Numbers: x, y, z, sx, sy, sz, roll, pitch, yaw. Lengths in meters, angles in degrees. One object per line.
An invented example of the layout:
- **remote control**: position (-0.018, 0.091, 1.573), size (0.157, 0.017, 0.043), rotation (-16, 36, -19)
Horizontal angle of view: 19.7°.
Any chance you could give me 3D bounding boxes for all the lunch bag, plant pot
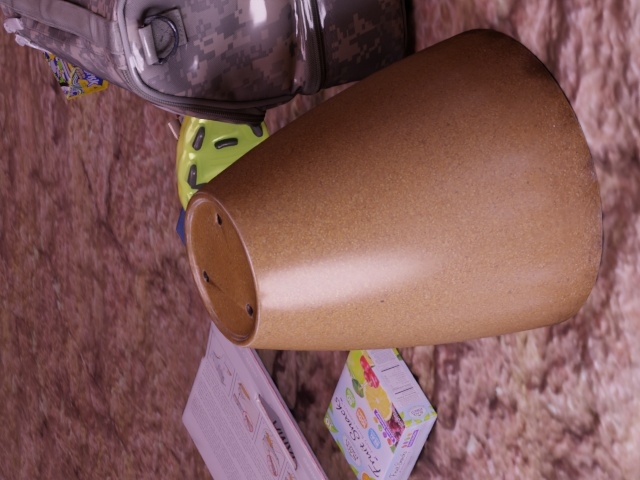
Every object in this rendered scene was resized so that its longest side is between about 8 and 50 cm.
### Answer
- **lunch bag**: position (-0.110, -0.217, 1.534), size (0.305, 0.256, 0.212), rotation (29, 131, 56)
- **plant pot**: position (0.037, -0.011, 1.372), size (0.237, 0.254, 0.237), rotation (44, 143, 45)

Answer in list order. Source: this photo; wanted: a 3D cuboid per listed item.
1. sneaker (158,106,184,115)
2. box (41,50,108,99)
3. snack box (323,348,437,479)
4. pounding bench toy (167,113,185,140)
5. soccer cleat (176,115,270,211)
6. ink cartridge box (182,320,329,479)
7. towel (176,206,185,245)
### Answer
- **sneaker**: position (-0.151, -0.222, 1.733), size (0.256, 0.094, 0.151), rotation (33, 138, 16)
- **box**: position (-0.300, -0.248, 2.133), size (0.169, 0.054, 0.059), rotation (59, 152, 26)
- **snack box**: position (0.053, 0.164, 1.701), size (0.100, 0.037, 0.141), rotation (59, 152, 28)
- **pounding bench toy**: position (-0.120, -0.113, 1.822), size (0.065, 0.083, 0.052), rotation (-31, 78, 63)
- **soccer cleat**: position (-0.088, -0.052, 1.730), size (0.289, 0.093, 0.121), rotation (79, 172, -50)
- **ink cartridge box**: position (-0.036, 0.229, 1.890), size (0.296, 0.066, 0.261), rotation (59, 151, 26)
- **towel**: position (-0.118, -0.025, 1.938), size (0.067, 0.029, 0.119), rotation (62, 152, 22)
